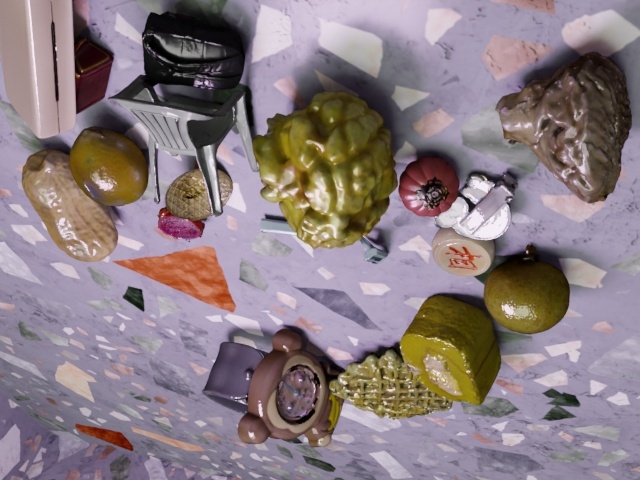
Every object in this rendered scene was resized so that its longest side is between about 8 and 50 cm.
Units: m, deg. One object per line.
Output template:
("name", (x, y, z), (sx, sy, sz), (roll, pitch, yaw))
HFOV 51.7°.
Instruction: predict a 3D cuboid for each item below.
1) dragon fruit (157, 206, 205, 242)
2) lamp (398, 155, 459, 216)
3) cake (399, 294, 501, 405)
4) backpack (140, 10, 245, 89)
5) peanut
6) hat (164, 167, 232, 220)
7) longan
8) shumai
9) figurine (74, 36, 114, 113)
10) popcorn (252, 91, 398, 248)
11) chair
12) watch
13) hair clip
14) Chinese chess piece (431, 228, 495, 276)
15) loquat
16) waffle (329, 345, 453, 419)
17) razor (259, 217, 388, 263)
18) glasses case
("dragon fruit", (-0.314, -0.051, 1.491), (0.112, 0.068, 0.126), (6, 152, 10))
("lamp", (0.189, -0.093, 1.151), (0.107, 0.092, 0.108), (-2, 111, -4))
("cake", (0.293, 0.249, 1.484), (0.179, 0.156, 0.261), (15, 141, 37))
("backpack", (-0.206, -0.306, 1.080), (0.165, 0.106, 0.120), (6, 149, -14))
("peanut", (-0.588, -0.078, 1.534), (0.159, 0.143, 0.291), (8, 137, 32))
("hat", (-0.263, -0.117, 1.389), (0.145, 0.067, 0.146), (-18, 142, -15))
("longan", (0.392, 0.094, 1.260), (0.154, 0.176, 0.145), (-3, -176, -1))
("shumai", (0.341, -0.158, 0.946), (0.175, 0.166, 0.206), (3, 116, 38))
("figurine", (-0.446, -0.321, 1.219), (0.098, 0.082, 0.154), (45, 143, 5))
("popcorn", (0.012, -0.117, 1.112), (0.258, 0.224, 0.270), (54, 145, -13))
("chair", (-0.238, -0.186, 1.171), (0.203, 0.191, 0.275), (11, 140, 14))
("watch", (-0.148, 0.425, 1.868), (0.335, 0.314, 0.326), (34, 156, -34))
("hair clip", (0.286, -0.053, 1.174), (0.116, 0.049, 0.172), (41, 139, 4))
("Chinese chess piece", (0.277, 0.018, 1.282), (0.122, 0.051, 0.122), (14, 143, 11))
("loquat", (-0.437, -0.154, 1.362), (0.152, 0.152, 0.195), (6, 133, 21))
("waffle", (0.194, 0.397, 1.755), (0.297, 0.073, 0.317), (34, 132, -24))
("razor", (0.002, -0.011, 1.394), (0.277, 0.056, 0.111), (16, 180, 18))
("glasses case", (-0.487, -0.341, 1.128), (0.144, 0.076, 0.336), (48, 143, 21))
